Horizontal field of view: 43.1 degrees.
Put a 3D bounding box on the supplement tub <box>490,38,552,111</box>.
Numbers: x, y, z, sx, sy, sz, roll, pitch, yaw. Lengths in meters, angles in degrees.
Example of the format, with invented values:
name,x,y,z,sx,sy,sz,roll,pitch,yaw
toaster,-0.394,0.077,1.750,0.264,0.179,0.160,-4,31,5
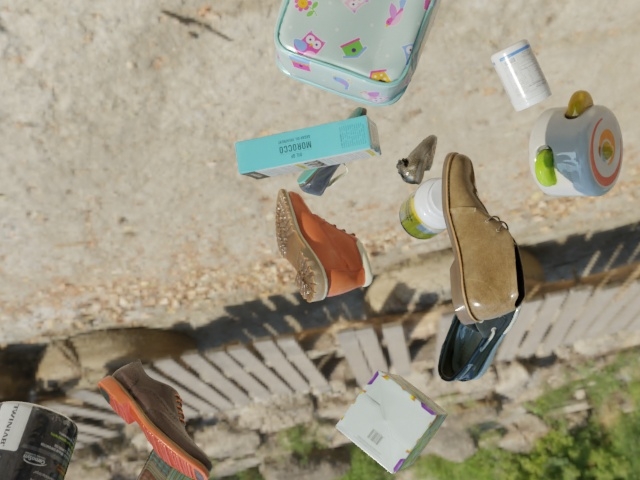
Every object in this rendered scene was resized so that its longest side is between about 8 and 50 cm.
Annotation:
name,x,y,z,sx,sy,sz,roll,pitch,yaw
supplement tub,0.345,-0.285,1.397,0.071,0.107,0.071,-27,-173,4

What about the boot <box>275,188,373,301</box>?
name,x,y,z,sx,sy,sz,roll,pitch,yaw
boot,0.000,0.000,0.916,0.084,0.158,0.059,-10,141,-22

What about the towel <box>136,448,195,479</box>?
name,x,y,z,sx,sy,sz,roll,pitch,yaw
towel,-0.247,0.621,1.721,0.040,0.370,0.271,-45,-171,14

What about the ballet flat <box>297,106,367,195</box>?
name,x,y,z,sx,sy,sz,roll,pitch,yaw
ballet flat,0.039,-0.169,1.600,0.203,0.074,0.074,-50,146,8

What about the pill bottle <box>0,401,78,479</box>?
name,x,y,z,sx,sy,sz,roll,pitch,yaw
pill bottle,-0.427,0.356,1.103,0.130,0.246,0.130,6,145,4

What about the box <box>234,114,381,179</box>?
name,x,y,z,sx,sy,sz,roll,pitch,yaw
box,-0.021,-0.164,1.451,0.244,0.060,0.100,-10,176,14

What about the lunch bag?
name,x,y,z,sx,sy,sz,roll,pitch,yaw
lunch bag,0.056,-0.351,1.185,0.224,0.279,0.108,18,167,7

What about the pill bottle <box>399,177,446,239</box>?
name,x,y,z,sx,sy,sz,roll,pitch,yaw
pill bottle,0.227,-0.067,1.620,0.103,0.103,0.184,-4,169,-11

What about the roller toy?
name,x,y,z,sx,sy,sz,roll,pitch,yaw
roller toy,0.543,-0.189,1.701,0.146,0.209,0.191,4,162,44

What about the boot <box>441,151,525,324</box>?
name,x,y,z,sx,sy,sz,roll,pitch,yaw
boot,0.276,-0.016,1.373,0.115,0.305,0.112,-18,158,31

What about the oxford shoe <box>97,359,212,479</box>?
name,x,y,z,sx,sy,sz,roll,pitch,yaw
oxford shoe,-0.271,0.308,1.420,0.098,0.271,0.097,-38,154,-29

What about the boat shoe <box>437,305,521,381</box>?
name,x,y,z,sx,sy,sz,roll,pitch,yaw
boat shoe,0.330,0.173,1.689,0.091,0.114,0.303,-5,119,-36

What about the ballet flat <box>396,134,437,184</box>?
name,x,y,z,sx,sy,sz,roll,pitch,yaw
ballet flat,0.208,-0.176,1.743,0.058,0.084,0.250,12,-156,13

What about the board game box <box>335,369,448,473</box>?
name,x,y,z,sx,sy,sz,roll,pitch,yaw
board game box,0.154,0.366,1.653,0.142,0.144,0.275,-53,163,-1
